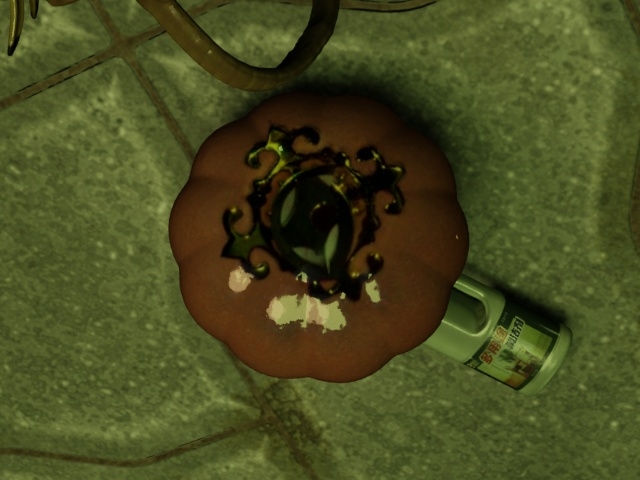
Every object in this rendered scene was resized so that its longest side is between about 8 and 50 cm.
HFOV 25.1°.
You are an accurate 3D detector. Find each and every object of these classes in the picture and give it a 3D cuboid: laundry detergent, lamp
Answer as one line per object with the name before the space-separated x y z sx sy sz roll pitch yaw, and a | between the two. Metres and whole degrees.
laundry detergent | 0.161 0.088 1.597 0.225 0.070 0.099 28 129 -7
lamp | 0.000 0.000 1.470 0.305 0.239 0.305 -1 76 5

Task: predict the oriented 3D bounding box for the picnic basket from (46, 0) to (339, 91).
picnic basket | -0.093 -0.284 1.285 0.337 0.293 0.337 14 131 16

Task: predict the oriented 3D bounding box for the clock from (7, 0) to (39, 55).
clock | -0.317 -0.288 1.314 0.069 0.170 0.232 -18 121 16
